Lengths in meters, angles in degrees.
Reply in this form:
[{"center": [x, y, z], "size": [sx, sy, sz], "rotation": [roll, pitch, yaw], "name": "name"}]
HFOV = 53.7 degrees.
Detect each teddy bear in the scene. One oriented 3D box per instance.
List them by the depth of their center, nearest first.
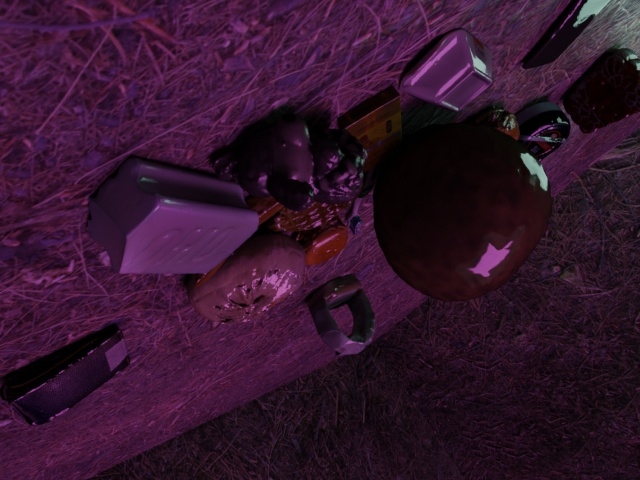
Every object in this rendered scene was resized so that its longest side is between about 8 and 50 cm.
[{"center": [-0.027, -0.123, 1.023], "size": [0.250, 0.171, 0.144], "rotation": [-7, 130, -45], "name": "teddy bear"}]

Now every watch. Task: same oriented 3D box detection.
[{"center": [0.086, 0.262, 2.149], "size": [0.253, 0.241, 0.162], "rotation": [-13, 153, -49], "name": "watch"}]

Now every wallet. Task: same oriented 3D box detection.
[{"center": [0.535, -0.461, 1.339], "size": [0.124, 0.025, 0.244], "rotation": [-21, 160, -35], "name": "wallet"}, {"center": [-0.553, 0.295, 1.398], "size": [0.262, 0.071, 0.221], "rotation": [-30, 158, -24], "name": "wallet"}]

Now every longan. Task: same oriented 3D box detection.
[{"center": [0.299, -0.067, 1.367], "size": [0.390, 0.391, 0.391], "rotation": [-30, 163, -10], "name": "longan"}]

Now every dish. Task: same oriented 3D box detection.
[{"center": [0.245, -0.302, 1.180], "size": [0.154, 0.064, 0.234], "rotation": [-41, 161, 26], "name": "dish"}]

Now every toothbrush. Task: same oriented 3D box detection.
[{"center": [0.104, -0.127, 1.471], "size": [0.042, 0.040, 0.418], "rotation": [-26, 157, -19], "name": "toothbrush"}]

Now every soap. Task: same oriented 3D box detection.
[{"center": [-0.235, -0.026, 1.013], "size": [0.172, 0.095, 0.289], "rotation": [-40, 162, 18], "name": "soap"}]

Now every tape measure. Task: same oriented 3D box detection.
[{"center": [0.592, -0.296, 1.743], "size": [0.181, 0.107, 0.182], "rotation": [-38, 147, 24], "name": "tape measure"}]

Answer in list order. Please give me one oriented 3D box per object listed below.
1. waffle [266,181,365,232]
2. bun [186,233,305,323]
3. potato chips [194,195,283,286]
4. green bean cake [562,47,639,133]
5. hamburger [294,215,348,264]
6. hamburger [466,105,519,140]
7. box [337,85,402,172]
[{"center": [-0.008, -0.077, 1.353], "size": [0.214, 0.054, 0.208], "rotation": [-11, 153, -45], "name": "waffle"}, {"center": [-0.153, 0.099, 1.406], "size": [0.287, 0.146, 0.287], "rotation": [-23, 165, -6], "name": "bun"}, {"center": [-0.106, -0.055, 1.210], "size": [0.406, 0.080, 0.057], "rotation": [-37, 179, 7], "name": "potato chips"}, {"center": [0.795, -0.388, 1.727], "size": [0.097, 0.199, 0.233], "rotation": [-19, 162, -36], "name": "green bean cake"}, {"center": [0.000, 0.000, 1.542], "size": [0.138, 0.083, 0.147], "rotation": [-26, 159, -10], "name": "hamburger"}, {"center": [0.402, -0.236, 1.594], "size": [0.230, 0.107, 0.231], "rotation": [-31, 156, -15], "name": "hamburger"}, {"center": [0.099, -0.203, 1.217], "size": [0.121, 0.030, 0.193], "rotation": [-32, 156, -5], "name": "box"}]
